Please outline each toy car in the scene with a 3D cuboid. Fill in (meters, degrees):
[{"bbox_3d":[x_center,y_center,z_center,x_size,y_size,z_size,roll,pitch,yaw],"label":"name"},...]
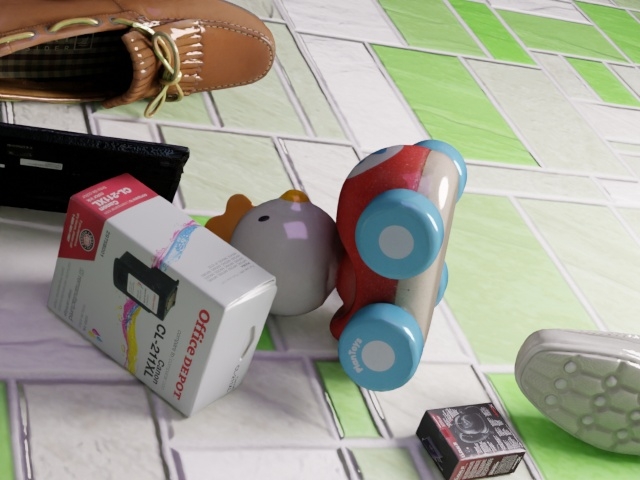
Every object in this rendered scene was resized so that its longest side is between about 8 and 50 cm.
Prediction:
[{"bbox_3d":[0.000,0.000,1.041,0.238,0.210,0.219,12,21,10],"label":"toy car"}]

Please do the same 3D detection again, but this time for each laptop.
[{"bbox_3d":[-0.254,-0.099,1.056,0.234,0.264,0.136,6,68,-13],"label":"laptop"}]

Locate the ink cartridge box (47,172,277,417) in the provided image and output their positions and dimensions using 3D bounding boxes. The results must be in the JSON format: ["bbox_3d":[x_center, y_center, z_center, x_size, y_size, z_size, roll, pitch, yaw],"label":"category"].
[{"bbox_3d":[-0.138,0.045,0.945,0.175,0.127,0.072,34,34,20],"label":"ink cartridge box"}]

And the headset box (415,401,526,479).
[{"bbox_3d":[0.129,0.179,0.983,0.083,0.032,0.062,-3,39,-30],"label":"headset box"}]

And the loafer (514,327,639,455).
[{"bbox_3d":[0.328,0.147,1.077,0.319,0.112,0.111,20,27,-15],"label":"loafer"}]

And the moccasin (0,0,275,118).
[{"bbox_3d":[-0.224,-0.211,1.266,0.380,0.139,0.147,0,44,-32],"label":"moccasin"}]
